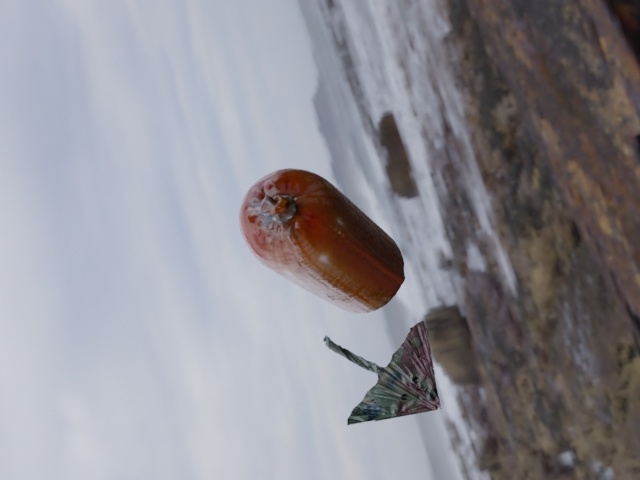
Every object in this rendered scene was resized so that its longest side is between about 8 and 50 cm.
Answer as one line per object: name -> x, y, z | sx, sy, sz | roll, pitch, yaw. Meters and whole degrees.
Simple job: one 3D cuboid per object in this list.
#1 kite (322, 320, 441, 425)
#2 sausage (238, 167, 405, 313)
kite -> 0.067, 0.140, 1.249 | 0.157, 0.139, 0.011 | 30, -174, -17
sausage -> 0.000, 0.000, 1.040 | 0.312, 0.093, 0.093 | 36, -145, -71
